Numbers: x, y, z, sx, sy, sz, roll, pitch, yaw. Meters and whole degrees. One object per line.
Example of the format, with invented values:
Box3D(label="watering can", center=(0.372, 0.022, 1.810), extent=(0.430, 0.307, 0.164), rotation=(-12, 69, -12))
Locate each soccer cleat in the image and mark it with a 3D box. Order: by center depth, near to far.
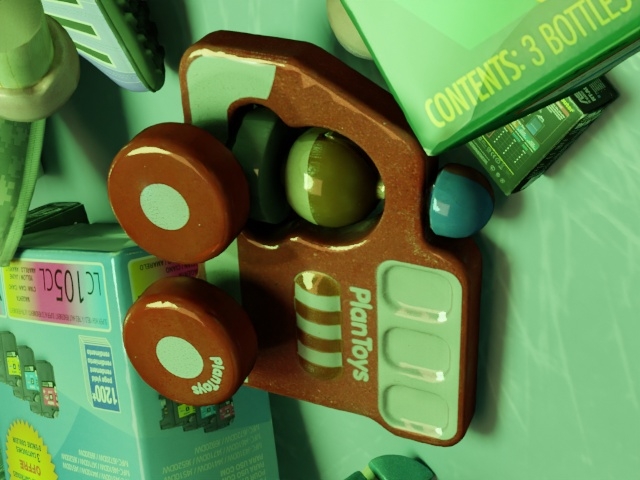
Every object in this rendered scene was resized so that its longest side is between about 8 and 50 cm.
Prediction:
Box3D(label="soccer cleat", center=(-0.240, -0.232, 0.997), extent=(0.318, 0.116, 0.108), rotation=(54, -170, -29))

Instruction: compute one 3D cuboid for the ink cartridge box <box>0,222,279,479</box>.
Box3D(label="ink cartridge box", center=(-0.173, 0.187, 1.164), extent=(0.270, 0.151, 0.395), rotation=(1, 102, 50))

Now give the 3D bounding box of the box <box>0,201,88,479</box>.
Box3D(label="box", center=(-0.312, 0.144, 1.281), extent=(0.077, 0.242, 0.307), rotation=(3, 113, 48))

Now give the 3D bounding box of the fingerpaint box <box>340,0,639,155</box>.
Box3D(label="fingerpaint box", center=(0.141, -0.299, 0.455), extent=(0.445, 0.163, 0.371), rotation=(-30, 87, 39))

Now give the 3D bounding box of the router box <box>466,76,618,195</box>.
Box3D(label="router box", center=(0.114, -0.103, 0.792), extent=(0.122, 0.038, 0.092), rotation=(53, 143, 12))

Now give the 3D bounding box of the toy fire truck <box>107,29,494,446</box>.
Box3D(label="toy fire truck", center=(0.000, 0.000, 0.918), extent=(0.254, 0.169, 0.302), rotation=(12, 124, 18))

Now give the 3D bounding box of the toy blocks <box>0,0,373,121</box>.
Box3D(label="toy blocks", center=(-0.091, -0.239, 0.772), extent=(0.260, 0.289, 0.308), rotation=(147, 112, -80))

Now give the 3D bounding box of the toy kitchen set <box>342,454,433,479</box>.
Box3D(label="toy kitchen set", center=(0.045, 0.263, 0.959), extent=(0.166, 0.207, 0.122), rotation=(49, 142, 16))

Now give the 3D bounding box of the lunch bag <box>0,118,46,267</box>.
Box3D(label="lunch bag", center=(-0.360, -0.124, 1.069), extent=(0.169, 0.235, 0.287), rotation=(7, 88, 56))

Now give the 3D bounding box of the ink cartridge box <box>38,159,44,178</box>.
Box3D(label="ink cartridge box", center=(-0.422, -0.163, 1.251), extent=(0.207, 0.117, 0.283), rotation=(-9, 109, 12))
